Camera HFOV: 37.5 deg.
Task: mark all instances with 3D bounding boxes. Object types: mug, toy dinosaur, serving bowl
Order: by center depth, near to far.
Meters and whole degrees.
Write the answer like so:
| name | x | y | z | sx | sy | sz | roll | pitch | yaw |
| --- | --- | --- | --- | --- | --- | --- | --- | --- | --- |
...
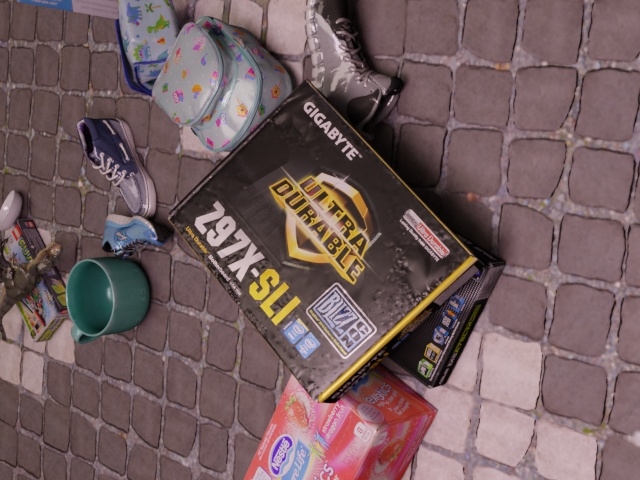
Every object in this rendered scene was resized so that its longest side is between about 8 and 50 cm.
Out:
| name | x | y | z | sx | sy | sz | roll | pitch | yaw |
| --- | --- | --- | --- | --- | --- | --- | --- | --- | --- |
| mug | -0.358 | 0.095 | 1.585 | 0.157 | 0.097 | 0.130 | -20 | 81 | 39 |
| toy dinosaur | -0.567 | 0.068 | 1.733 | 0.118 | 0.064 | 0.268 | 54 | 126 | 16 |
| serving bowl | -0.590 | -0.054 | 1.797 | 0.083 | 0.027 | 0.083 | -42 | 34 | 38 |

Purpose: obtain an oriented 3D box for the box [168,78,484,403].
| name | x | y | z | sx | sy | sz | roll | pitch | yaw |
| --- | --- | --- | --- | --- | --- | --- | --- | --- | --- |
| box | 0.000 | 0.000 | 1.171 | 0.257 | 0.079 | 0.322 | -43 | 70 | 8 |

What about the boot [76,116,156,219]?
| name | x | y | z | sx | sy | sz | roll | pitch | yaw |
| --- | --- | --- | --- | --- | --- | --- | --- | --- | --- |
| boot | -0.343 | -0.118 | 1.566 | 0.069 | 0.086 | 0.190 | -37 | 70 | 35 |

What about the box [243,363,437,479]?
| name | x | y | z | sx | sy | sz | roll | pitch | yaw |
| --- | --- | --- | --- | --- | --- | --- | --- | --- | --- |
| box | 0.006 | 0.313 | 1.272 | 0.154 | 0.142 | 0.300 | 36 | 114 | 31 |

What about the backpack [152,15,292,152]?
| name | x | y | z | sx | sy | sz | roll | pitch | yaw |
| --- | --- | --- | --- | --- | --- | --- | --- | --- | --- |
| backpack | -0.139 | -0.216 | 1.360 | 0.188 | 0.144 | 0.166 | 43 | 113 | 26 |

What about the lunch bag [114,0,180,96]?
| name | x | y | z | sx | sy | sz | roll | pitch | yaw |
| --- | --- | --- | --- | --- | --- | --- | --- | --- | --- |
| lunch bag | -0.267 | -0.306 | 1.476 | 0.151 | 0.096 | 0.129 | 119 | 139 | -77 |

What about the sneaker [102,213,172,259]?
| name | x | y | z | sx | sy | sz | roll | pitch | yaw |
| --- | --- | --- | --- | --- | --- | --- | --- | --- | --- |
| sneaker | -0.304 | 0.001 | 1.547 | 0.162 | 0.063 | 0.073 | 3 | 69 | 48 |

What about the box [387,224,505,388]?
| name | x | y | z | sx | sy | sz | roll | pitch | yaw |
| --- | --- | --- | --- | --- | --- | --- | --- | --- | --- |
| box | 0.122 | 0.064 | 1.225 | 0.184 | 0.045 | 0.191 | 35 | 113 | 30 |

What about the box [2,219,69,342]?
| name | x | y | z | sx | sy | sz | roll | pitch | yaw |
| --- | --- | --- | --- | --- | --- | --- | --- | --- | --- |
| box | -0.541 | 0.075 | 1.773 | 0.114 | 0.036 | 0.207 | -47 | 65 | 31 |

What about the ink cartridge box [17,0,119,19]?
| name | x | y | z | sx | sy | sz | roll | pitch | yaw |
| --- | --- | --- | --- | --- | --- | --- | --- | --- | --- |
| ink cartridge box | -0.381 | -0.516 | 1.442 | 0.197 | 0.198 | 0.270 | 45 | 119 | 29 |

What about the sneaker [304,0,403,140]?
| name | x | y | z | sx | sy | sz | roll | pitch | yaw |
| --- | --- | --- | --- | --- | --- | --- | --- | --- | --- |
| sneaker | 0.052 | -0.240 | 1.247 | 0.132 | 0.086 | 0.229 | 11 | 110 | 33 |
